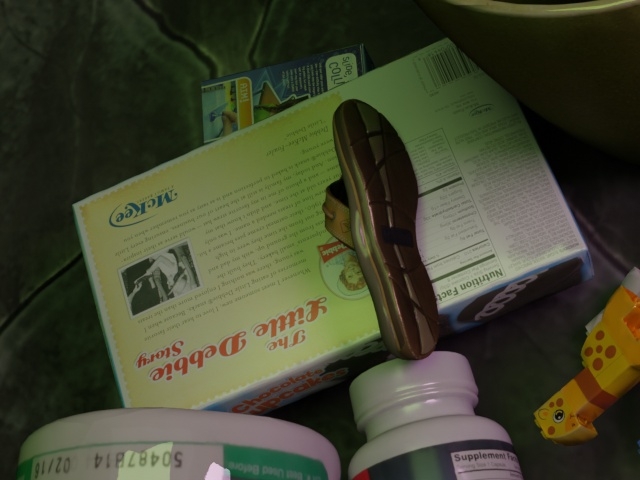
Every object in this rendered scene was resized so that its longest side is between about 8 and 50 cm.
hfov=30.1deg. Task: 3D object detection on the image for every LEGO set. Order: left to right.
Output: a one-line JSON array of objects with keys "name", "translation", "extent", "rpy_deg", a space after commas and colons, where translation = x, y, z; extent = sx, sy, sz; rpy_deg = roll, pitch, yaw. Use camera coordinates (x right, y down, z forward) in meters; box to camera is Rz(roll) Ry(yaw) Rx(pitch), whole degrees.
[{"name": "LEGO set", "translation": [0.189, 0.109, 0.701], "extent": [0.093, 0.087, 0.227], "rpy_deg": [-46, 37, 20]}]

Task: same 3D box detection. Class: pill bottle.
[{"name": "pill bottle", "translation": [-0.087, 0.293, 0.686], "extent": [0.204, 0.204, 0.361], "rpy_deg": [-7, 66, 16]}, {"name": "pill bottle", "translation": [0.075, 0.167, 0.738], "extent": [0.108, 0.108, 0.180], "rpy_deg": [-19, 63, 11]}]

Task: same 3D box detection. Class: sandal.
[{"name": "sandal", "translation": [0.030, -0.007, 0.748], "extent": [0.049, 0.072, 0.180], "rpy_deg": [-23, 67, 31]}]

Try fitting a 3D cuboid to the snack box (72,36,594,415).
[{"name": "snack box", "translation": [0.000, 0.000, 0.818], "extent": [0.322, 0.060, 0.187], "rpy_deg": [-23, 64, 7]}]

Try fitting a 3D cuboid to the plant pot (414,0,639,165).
[{"name": "plant pot", "translation": [0.191, -0.170, 0.728], "extent": [0.275, 0.293, 0.274], "rpy_deg": [-10, 62, 19]}]

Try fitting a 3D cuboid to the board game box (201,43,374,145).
[{"name": "board game box", "translation": [-0.019, -0.041, 0.897], "extent": [0.136, 0.035, 0.201], "rpy_deg": [-11, 66, 14]}]
